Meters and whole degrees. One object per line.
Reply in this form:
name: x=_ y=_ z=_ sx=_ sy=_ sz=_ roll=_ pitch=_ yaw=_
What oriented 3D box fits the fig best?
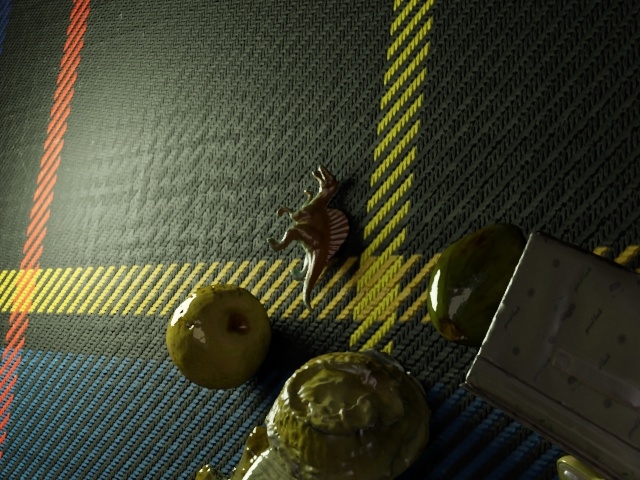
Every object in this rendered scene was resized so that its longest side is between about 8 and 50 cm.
fig: x=0.202 y=0.065 z=1.189 sx=0.144 sy=0.166 sz=0.154 roll=54 pitch=153 yaw=5

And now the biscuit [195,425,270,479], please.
biscuit: x=-0.134 y=0.374 z=1.510 sx=0.183 sy=0.039 sz=0.174 roll=-2 pitch=76 yaw=44

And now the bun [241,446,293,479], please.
bun: x=-0.015 y=0.373 z=1.314 sx=0.210 sy=0.116 sz=0.237 roll=11 pitch=53 yaw=36

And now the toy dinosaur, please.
toy dinosaur: x=-0.001 y=-0.001 z=1.505 sx=0.142 sy=0.057 sz=0.212 roll=-34 pitch=64 yaw=10

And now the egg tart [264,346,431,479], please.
egg tart: x=0.029 y=0.229 z=1.288 sx=0.232 sy=0.098 sz=0.252 roll=-10 pitch=41 yaw=10

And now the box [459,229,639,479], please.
box: x=0.342 y=0.141 z=0.964 sx=0.297 sy=0.225 sz=0.190 roll=31 pitch=100 yaw=45

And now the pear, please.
pear: x=-0.164 y=0.156 z=1.539 sx=0.178 sy=0.178 sz=0.177 roll=-17 pitch=65 yaw=41

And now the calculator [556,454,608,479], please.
calculator: x=0.312 y=0.294 z=0.961 sx=0.033 sy=0.236 sz=0.157 roll=-43 pitch=43 yaw=-11
